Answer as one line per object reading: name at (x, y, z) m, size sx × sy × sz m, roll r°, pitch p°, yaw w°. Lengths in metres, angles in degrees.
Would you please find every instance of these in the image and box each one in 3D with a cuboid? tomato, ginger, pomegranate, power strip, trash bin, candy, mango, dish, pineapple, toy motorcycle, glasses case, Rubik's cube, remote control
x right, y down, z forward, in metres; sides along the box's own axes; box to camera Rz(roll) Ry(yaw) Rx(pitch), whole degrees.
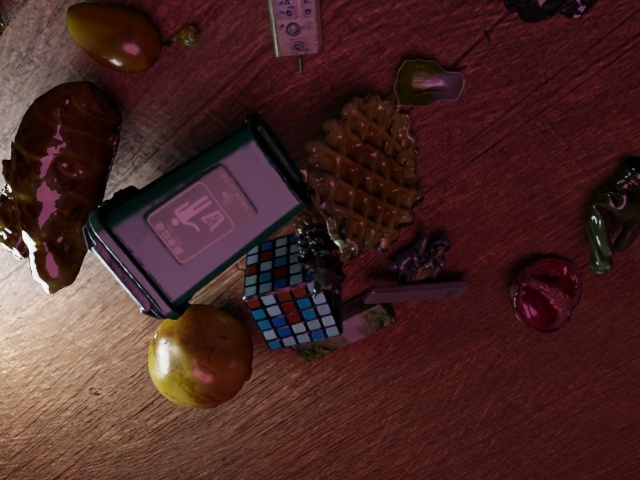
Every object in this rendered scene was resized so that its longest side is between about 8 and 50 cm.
tomato at (0.531, 0.128, 1.468) m, size 0.173 × 0.099 × 0.189 m, roll 41°, pitch 78°, yaw -12°
ginger at (-0.527, -0.127, 1.177) m, size 0.176 × 0.254 × 0.418 m, roll -8°, pitch 125°, yaw -50°
pomegranate at (-0.287, 0.286, 1.469) m, size 0.265 × 0.264 × 0.264 m, roll -1°, pitch 129°, yaw -1°
power strip at (-0.046, -0.416, 1.050) m, size 0.092 × 0.034 × 0.267 m, roll -5°, pitch 128°, yaw 2°
trash bin at (-0.221, -0.056, 1.179) m, size 0.381 × 0.295 × 0.259 m, roll -32°, pitch 105°, yaw 10°
candy at (-0.274, -0.359, 1.096) m, size 0.123 × 0.035 × 0.035 m, roll -13°, pitch 123°, yaw 18°
mango at (-0.362, -0.355, 1.060) m, size 0.163 × 0.089 × 0.111 m, roll 9°, pitch 117°, yaw 3°
dish at (0.205, -0.302, 1.146) m, size 0.137 × 0.039 × 0.091 m, roll 3°, pitch 122°, yaw -7°
pineapple at (0.001, 0.000, 1.248) m, size 0.128 × 0.248 × 0.128 m, roll -1°, pitch 132°, yaw -1°
toy motorcycle at (0.224, 0.054, 1.416) m, size 0.124 × 0.061 × 0.193 m, roll 5°, pitch 137°, yaw -15°
glasses case at (0.052, 0.220, 1.545) m, size 0.272 × 0.062 × 0.095 m, roll -28°, pitch 130°, yaw 20°
Rubik's cube at (-0.060, 0.111, 1.377) m, size 0.182 × 0.184 × 0.187 m, roll -14°, pitch 126°, yaw 10°
remote control at (0.230, 0.120, 1.438) m, size 0.261 × 0.029 × 0.067 m, roll -3°, pitch 150°, yaw -16°

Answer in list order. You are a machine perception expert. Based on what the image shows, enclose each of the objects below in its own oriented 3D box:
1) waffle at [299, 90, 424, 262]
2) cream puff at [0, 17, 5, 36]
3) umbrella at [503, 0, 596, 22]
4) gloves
waffle at (0.091, -0.124, 1.170) m, size 0.073 × 0.297 × 0.317 m, roll 10°, pitch 130°, yaw 46°
cream puff at (-0.623, -0.358, 1.022) m, size 0.121 × 0.156 × 0.156 m, roll -7°, pitch 130°, yaw 22°
umbrella at (0.288, -0.439, 0.996) m, size 0.337 × 0.128 × 0.154 m, roll 1°, pitch 113°, yaw 6°
gloves at (0.646, -0.052, 1.318) m, size 0.135 × 0.107 × 0.268 m, roll 6°, pitch 111°, yaw -16°
